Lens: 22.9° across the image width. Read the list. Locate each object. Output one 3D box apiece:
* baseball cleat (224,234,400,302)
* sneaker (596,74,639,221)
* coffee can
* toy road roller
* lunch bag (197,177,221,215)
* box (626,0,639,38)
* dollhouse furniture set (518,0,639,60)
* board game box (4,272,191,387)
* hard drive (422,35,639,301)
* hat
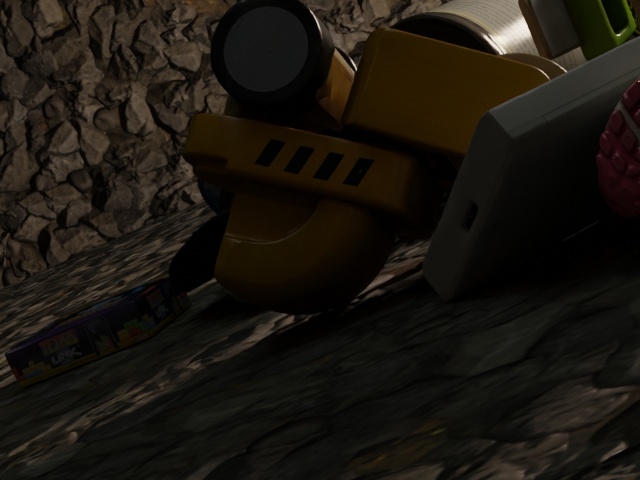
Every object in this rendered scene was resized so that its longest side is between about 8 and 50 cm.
[{"bbox_3d":[0.000,0.000,1.561,0.206,0.072,0.109,-30,8,-39],"label":"baseball cleat"},{"bbox_3d":[0.306,-0.085,1.048,0.299,0.121,0.112,-27,-22,-24],"label":"sneaker"},{"bbox_3d":[0.213,-0.192,1.785,0.201,0.201,0.275,-17,9,46],"label":"coffee can"},{"bbox_3d":[0.047,-0.045,1.303,0.329,0.241,0.202,14,-5,15],"label":"toy road roller"},{"bbox_3d":[-0.017,-0.076,1.837,0.219,0.176,0.090,-20,44,19],"label":"lunch bag"},{"bbox_3d":[0.462,-0.270,1.663,0.270,0.060,0.216,-26,42,-15],"label":"box"},{"bbox_3d":[0.335,-0.192,1.342,0.301,0.198,0.151,-19,6,42],"label":"dollhouse furniture set"},{"bbox_3d":[-0.247,0.098,1.766,0.170,0.048,0.141,-22,5,17],"label":"board game box"},{"bbox_3d":[0.223,-0.081,1.143,0.307,0.040,0.203,-26,-24,-24],"label":"hard drive"},{"bbox_3d":[-0.041,-0.074,1.670,0.331,0.134,0.331,-25,-10,-5],"label":"hat"}]
